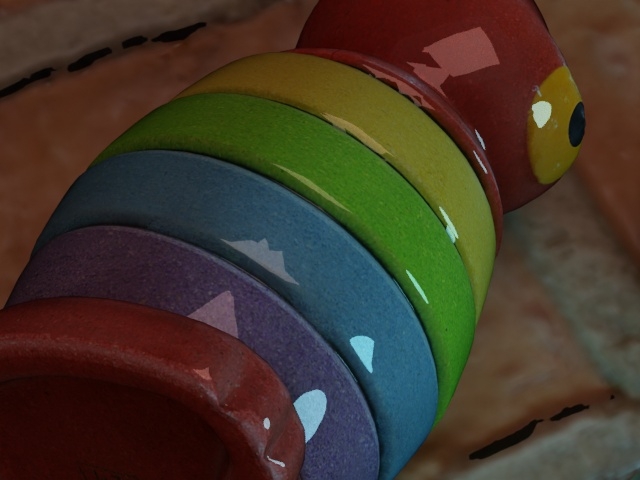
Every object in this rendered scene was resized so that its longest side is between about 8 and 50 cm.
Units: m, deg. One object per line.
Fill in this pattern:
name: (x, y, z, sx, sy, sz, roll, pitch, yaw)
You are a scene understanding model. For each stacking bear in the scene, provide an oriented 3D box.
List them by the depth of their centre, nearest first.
stacking bear: (0.000, 0.000, 0.684, 0.164, 0.175, 0.289, 10, 45, 31)
